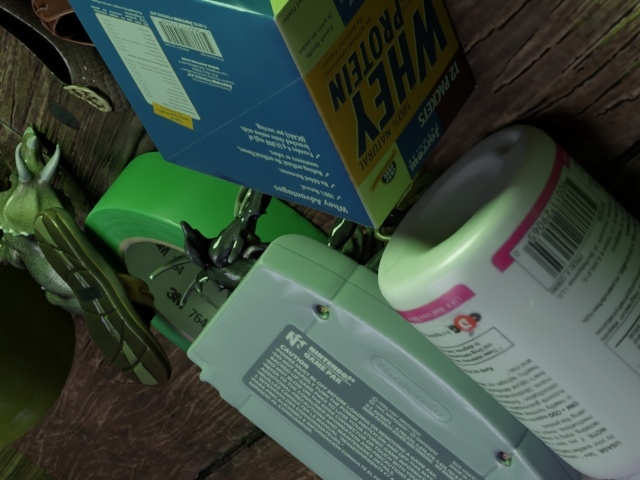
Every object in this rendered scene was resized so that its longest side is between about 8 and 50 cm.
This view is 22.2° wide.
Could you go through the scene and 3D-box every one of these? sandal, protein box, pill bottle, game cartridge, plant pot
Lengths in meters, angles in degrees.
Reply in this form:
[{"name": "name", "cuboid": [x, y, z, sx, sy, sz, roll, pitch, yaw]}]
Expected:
[{"name": "sandal", "cuboid": [-0.206, 0.052, 1.622, 0.090, 0.060, 0.219, -12, 115, 53]}, {"name": "protein box", "cuboid": [-0.035, -0.141, 1.090, 0.200, 0.136, 0.201, 18, 152, 34]}, {"name": "pill bottle", "cuboid": [0.191, 0.066, 1.151, 0.283, 0.160, 0.160, 42, 156, -15]}, {"name": "game cartridge", "cuboid": [0.049, 0.128, 1.259, 0.294, 0.060, 0.196, 39, 142, -1]}, {"name": "plant pot", "cuboid": [-0.486, 0.083, 1.949, 0.366, 0.366, 0.353, 17, 163, 37]}]

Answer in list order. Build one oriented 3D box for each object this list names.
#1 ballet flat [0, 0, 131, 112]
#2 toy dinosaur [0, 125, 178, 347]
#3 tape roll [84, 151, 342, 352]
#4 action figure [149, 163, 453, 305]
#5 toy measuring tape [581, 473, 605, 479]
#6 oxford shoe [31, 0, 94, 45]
[{"name": "ballet flat", "cuboid": [-0.263, -0.191, 1.412, 0.250, 0.058, 0.084, 44, 156, -20]}, {"name": "toy dinosaur", "cuboid": [-0.265, 0.030, 1.738, 0.313, 0.121, 0.160, 56, 170, -20]}, {"name": "tape roll", "cuboid": [-0.081, 0.048, 1.602, 0.321, 0.077, 0.321, 29, 157, 14]}, {"name": "action figure", "cuboid": [0.000, 0.000, 1.324, 0.276, 0.141, 0.164, -1, 142, 31]}, {"name": "toy measuring tape", "cuboid": [0.183, 0.144, 1.329, 0.330, 0.121, 0.121, 40, 163, 35]}, {"name": "oxford shoe", "cuboid": [-0.208, -0.201, 1.297, 0.212, 0.076, 0.076, 23, 156, 31]}]
